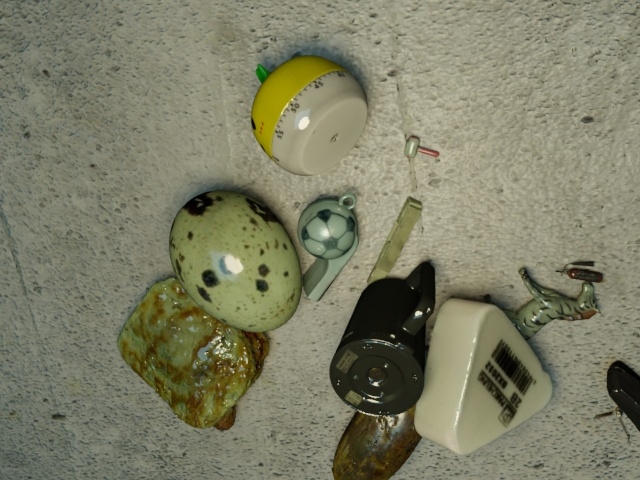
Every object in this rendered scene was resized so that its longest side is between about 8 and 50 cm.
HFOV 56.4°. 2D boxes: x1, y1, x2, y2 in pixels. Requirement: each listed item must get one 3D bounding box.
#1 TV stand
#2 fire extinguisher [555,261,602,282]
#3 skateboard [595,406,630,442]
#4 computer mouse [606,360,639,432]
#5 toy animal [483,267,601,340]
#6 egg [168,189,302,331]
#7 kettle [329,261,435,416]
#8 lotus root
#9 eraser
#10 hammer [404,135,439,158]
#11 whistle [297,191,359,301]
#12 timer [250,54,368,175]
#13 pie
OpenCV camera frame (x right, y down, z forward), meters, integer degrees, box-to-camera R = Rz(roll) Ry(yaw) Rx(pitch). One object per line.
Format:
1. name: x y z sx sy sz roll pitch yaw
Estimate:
1. TV stand: 0.182 0.012 1.486 0.036 0.042 0.249 20 111 -13
2. fire extinguisher: 0.607 0.069 1.392 0.100 0.032 0.046 10 114 1
3. skateboard: 0.726 0.458 1.471 0.064 0.032 0.083 -27 94 29
4. computer mouse: 0.750 0.378 1.395 0.217 0.122 0.073 48 122 -4
5. toy animal: 0.512 0.145 1.413 0.255 0.090 0.170 -23 101 22
6. egg: -0.204 0.055 1.465 0.287 0.287 0.379 -26 96 19
7. kettle: 0.152 0.205 1.384 0.203 0.308 0.262 8 117 11
8. lotus root: 0.163 0.502 1.540 0.179 0.196 0.397 30 107 0
9. eraser: 0.391 0.319 1.384 0.150 0.331 0.331 5 111 56
10. hammer: 0.242 -0.214 1.417 0.083 0.031 0.053 16 111 3
11. whistle: 0.000 0.000 1.470 0.163 0.163 0.290 36 109 3
12. timer: -0.055 -0.309 1.361 0.285 0.285 0.285 4 105 13
13. pie: -0.360 0.294 1.630 0.418 0.180 0.395 33 111 11
